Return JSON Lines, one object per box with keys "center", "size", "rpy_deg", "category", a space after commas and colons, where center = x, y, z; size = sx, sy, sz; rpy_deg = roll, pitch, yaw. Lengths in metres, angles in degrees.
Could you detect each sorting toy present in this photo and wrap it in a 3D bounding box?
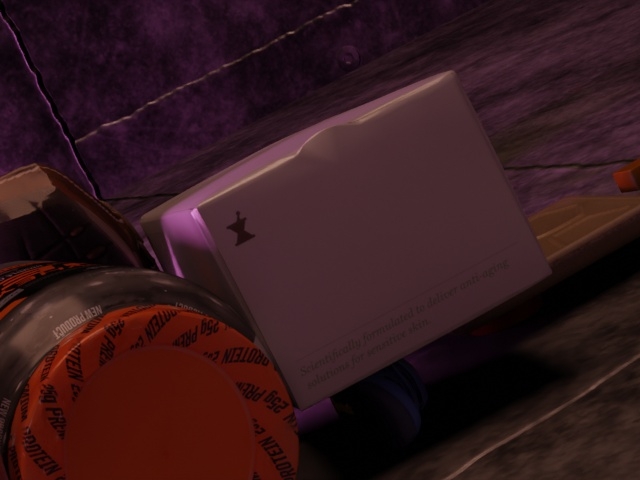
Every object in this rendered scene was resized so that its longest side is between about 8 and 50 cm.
{"center": [0.197, 0.001, 1.432], "size": [0.307, 0.041, 0.229], "rpy_deg": [-28, 6, -18], "category": "sorting toy"}

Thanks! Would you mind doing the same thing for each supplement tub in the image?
{"center": [-0.149, 0.117, 1.166], "size": [0.207, 0.207, 0.338], "rpy_deg": [-29, 11, -20], "category": "supplement tub"}

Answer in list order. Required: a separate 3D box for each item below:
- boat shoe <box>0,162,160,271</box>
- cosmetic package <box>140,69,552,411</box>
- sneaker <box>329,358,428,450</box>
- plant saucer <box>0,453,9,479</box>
{"center": [-0.187, 0.032, 1.442], "size": [0.122, 0.120, 0.324], "rpy_deg": [-18, -33, 3], "category": "boat shoe"}
{"center": [0.000, 0.000, 1.310], "size": [0.197, 0.155, 0.365], "rpy_deg": [-27, 6, -9], "category": "cosmetic package"}
{"center": [0.044, 0.101, 1.230], "size": [0.059, 0.053, 0.144], "rpy_deg": [-25, 11, -11], "category": "sneaker"}
{"center": [-0.258, 0.154, 1.074], "size": [0.048, 0.258, 0.259], "rpy_deg": [-19, 5, -36], "category": "plant saucer"}
